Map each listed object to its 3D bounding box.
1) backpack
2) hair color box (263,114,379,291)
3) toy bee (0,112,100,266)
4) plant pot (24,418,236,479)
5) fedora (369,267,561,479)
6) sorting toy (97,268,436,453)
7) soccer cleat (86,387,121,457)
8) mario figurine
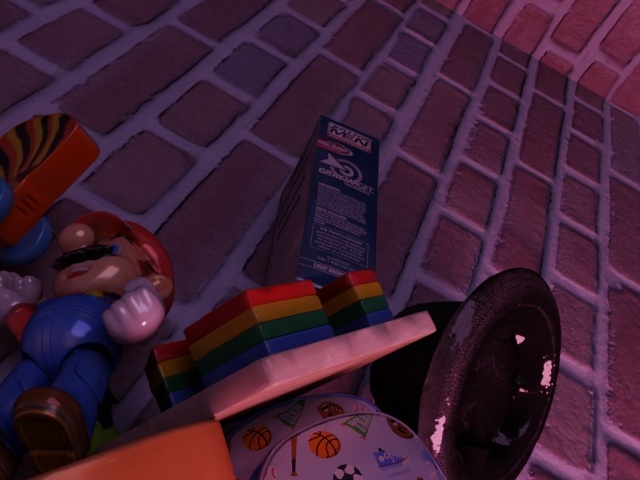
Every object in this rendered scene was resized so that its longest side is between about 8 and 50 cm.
[{"bbox_3d":[0.006,0.282,0.676,0.276,0.213,0.263,-8,44,-34],"label":"backpack"},{"bbox_3d":[0.000,0.000,0.973,0.105,0.174,0.347,20,41,-12],"label":"hair color box"},{"bbox_3d":[-0.396,-0.033,0.786,0.162,0.195,0.298,19,46,25],"label":"toy bee"},{"bbox_3d":[-0.179,0.284,0.521,0.291,0.291,0.203,-12,73,-38],"label":"plant pot"},{"bbox_3d":[0.170,0.169,0.875,0.152,0.334,0.334,16,28,39],"label":"fedora"},{"bbox_3d":[-0.060,0.118,0.706,0.257,0.255,0.089,-6,69,-52],"label":"sorting toy"},{"bbox_3d":[-0.261,0.158,0.755,0.072,0.060,0.179,21,29,-50],"label":"soccer cleat"},{"bbox_3d":[-0.245,0.062,0.668,0.198,0.170,0.320,18,30,-6],"label":"mario figurine"}]
